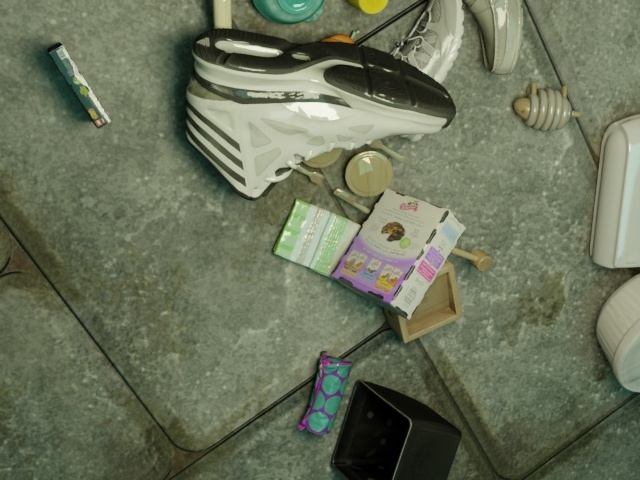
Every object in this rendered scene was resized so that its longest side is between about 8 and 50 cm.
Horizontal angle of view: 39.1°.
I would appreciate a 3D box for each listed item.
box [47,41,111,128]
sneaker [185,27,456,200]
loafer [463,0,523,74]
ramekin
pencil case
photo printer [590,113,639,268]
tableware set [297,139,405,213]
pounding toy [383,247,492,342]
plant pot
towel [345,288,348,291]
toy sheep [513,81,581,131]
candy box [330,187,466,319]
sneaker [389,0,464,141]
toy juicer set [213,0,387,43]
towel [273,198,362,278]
[{"bbox_3d":[-0.382,-0.245,1.421,0.027,0.094,0.137,-32,112,-8],"label":"box"},{"bbox_3d":[-0.012,-0.191,1.519,0.447,0.169,0.258,8,128,-13],"label":"sneaker"},{"bbox_3d":[0.285,-0.449,1.586,0.111,0.112,0.320,-11,100,-10],"label":"loafer"},{"bbox_3d":[0.689,0.173,1.835,0.272,0.127,0.273,-13,132,-15],"label":"ramekin"},{"bbox_3d":[0.009,0.292,1.714,0.070,0.064,0.152,9,102,-37],"label":"pencil case"},{"bbox_3d":[0.676,-0.104,1.805,0.255,0.107,0.308,-3,105,-18],"label":"photo printer"},{"bbox_3d":[0.042,-0.150,1.620,0.194,0.039,0.128,30,105,-17],"label":"tableware set"},{"bbox_3d":[0.212,0.061,1.692,0.206,0.094,0.181,-23,123,-12],"label":"pounding toy"},{"bbox_3d":[0.157,0.396,1.740,0.166,0.188,0.188,11,101,-34],"label":"plant pot"},{"bbox_3d":[0.082,0.062,1.706,0.083,0.009,0.060,-15,109,-14],"label":"towel"},{"bbox_3d":[0.428,-0.248,1.697,0.132,0.091,0.091,5,103,-1],"label":"toy sheep"},{"bbox_3d":[0.138,0.020,1.607,0.070,0.164,0.196,40,80,-41],"label":"candy box"},{"bbox_3d":[0.167,-0.319,1.579,0.115,0.105,0.282,15,96,-15],"label":"sneaker"},{"bbox_3d":[-0.064,-0.389,1.503,0.328,0.089,0.209,12,118,-25],"label":"toy juicer set"},{"bbox_3d":[0.000,0.000,1.652,0.152,0.023,0.113,23,90,-18],"label":"towel"}]
